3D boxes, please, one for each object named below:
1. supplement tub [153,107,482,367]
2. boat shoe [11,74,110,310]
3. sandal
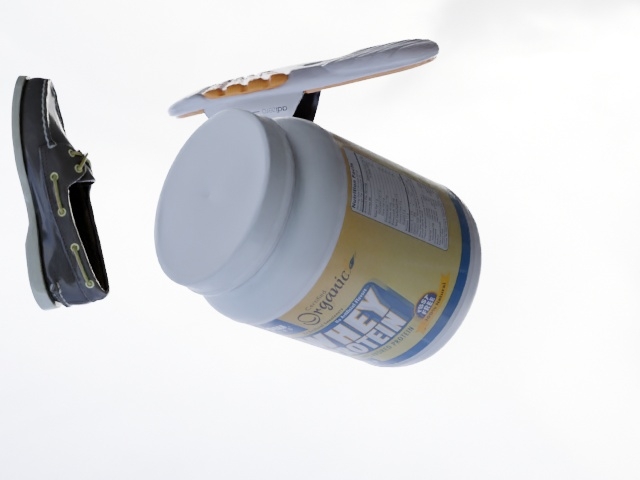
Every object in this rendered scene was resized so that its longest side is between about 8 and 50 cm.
[{"bbox_3d":[0.000,0.000,0.813,0.199,0.144,0.144,21,-147,-38],"label":"supplement tub"},{"bbox_3d":[-0.248,-0.049,1.120,0.068,0.228,0.081,-8,179,7],"label":"boat shoe"},{"bbox_3d":[-0.017,-0.119,1.049,0.102,0.265,0.076,-40,-62,-63],"label":"sandal"}]
